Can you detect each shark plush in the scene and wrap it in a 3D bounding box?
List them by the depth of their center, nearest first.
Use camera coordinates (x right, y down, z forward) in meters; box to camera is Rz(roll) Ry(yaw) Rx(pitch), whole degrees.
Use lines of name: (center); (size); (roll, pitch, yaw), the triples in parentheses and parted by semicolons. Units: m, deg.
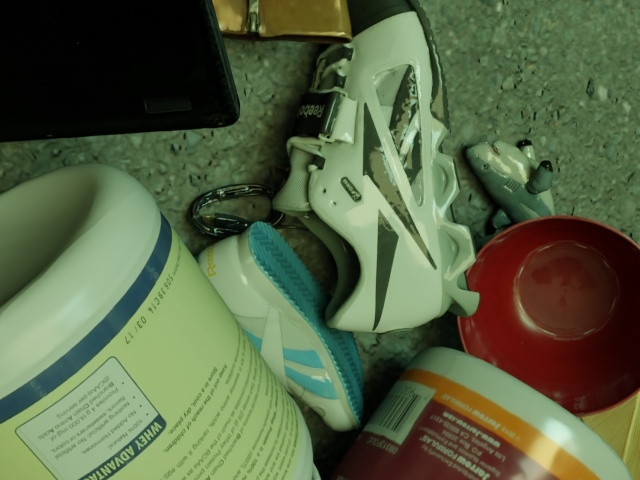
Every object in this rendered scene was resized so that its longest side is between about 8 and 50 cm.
shark plush: (0.187, -0.027, 0.964); (0.067, 0.073, 0.161); (-17, 126, 1)

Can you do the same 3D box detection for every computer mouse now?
computer mouse: (0.000, 0.000, 0.889); (0.242, 0.041, 0.071); (15, 77, -16)

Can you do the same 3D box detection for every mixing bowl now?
mixing bowl: (0.220, 0.057, 0.906); (0.181, 0.098, 0.182); (4, 104, 16)

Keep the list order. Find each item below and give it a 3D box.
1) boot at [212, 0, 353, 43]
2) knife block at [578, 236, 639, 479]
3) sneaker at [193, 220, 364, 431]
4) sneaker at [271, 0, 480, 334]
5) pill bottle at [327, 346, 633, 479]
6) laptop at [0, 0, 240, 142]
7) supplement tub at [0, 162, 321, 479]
boot: (0.007, -0.294, 0.767); (0.264, 0.096, 0.281); (-2, 87, -9)
knife block: (0.346, 0.140, 1.015); (0.242, 0.088, 0.276); (-34, 108, -13)
sneaker: (-0.033, 0.084, 0.865); (0.092, 0.087, 0.229); (-23, 122, 18)
sneaker: (0.025, -0.082, 0.822); (0.146, 0.122, 0.331); (-13, 89, -15)
pill bottle: (0.068, 0.305, 0.832); (0.224, 0.224, 0.392); (42, 75, -21)
laptop: (-0.253, -0.291, 0.640); (0.381, 0.236, 0.408); (-2, 129, 14)
supplement tub: (-0.149, 0.134, 0.725); (0.235, 0.235, 0.325); (-38, 119, -13)
